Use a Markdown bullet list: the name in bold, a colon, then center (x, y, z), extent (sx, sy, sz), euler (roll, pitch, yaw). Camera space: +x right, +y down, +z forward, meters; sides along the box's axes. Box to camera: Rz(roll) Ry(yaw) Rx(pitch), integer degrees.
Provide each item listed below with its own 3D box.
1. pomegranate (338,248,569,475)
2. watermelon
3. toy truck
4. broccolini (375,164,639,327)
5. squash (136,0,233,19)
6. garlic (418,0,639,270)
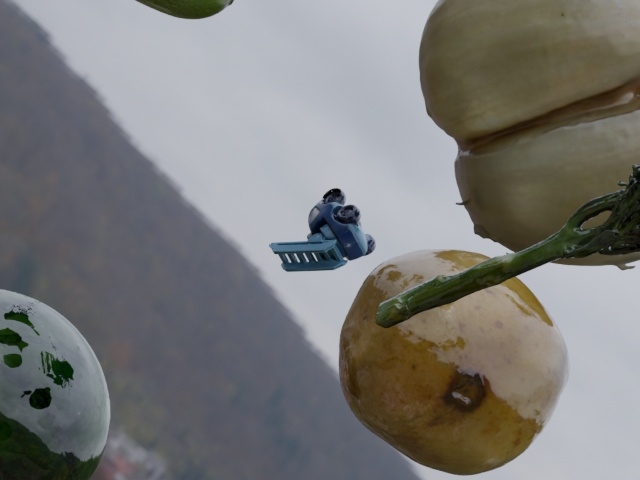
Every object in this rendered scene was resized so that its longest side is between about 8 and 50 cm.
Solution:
- **pomegranate**: center (0.100, 0.095, 1.428), extent (0.196, 0.196, 0.196), euler (39, -9, 7)
- **watermelon**: center (-0.321, 0.164, 1.734), extent (0.242, 0.242, 0.242), euler (39, -9, 7)
- **toy truck**: center (0.000, 0.000, 1.729), extent (0.056, 0.090, 0.073), euler (62, -6, -33)
- **broccolini**: center (0.144, 0.004, 1.208), extent (0.254, 0.057, 0.071), euler (-19, -80, 37)
- **squash**: center (-0.171, -0.280, 1.812), extent (0.188, 0.095, 0.095), euler (29, -7, -10)
- **garlic**: center (0.233, -0.115, 1.633), extent (0.313, 0.286, 0.249), euler (-2, -6, 41)
